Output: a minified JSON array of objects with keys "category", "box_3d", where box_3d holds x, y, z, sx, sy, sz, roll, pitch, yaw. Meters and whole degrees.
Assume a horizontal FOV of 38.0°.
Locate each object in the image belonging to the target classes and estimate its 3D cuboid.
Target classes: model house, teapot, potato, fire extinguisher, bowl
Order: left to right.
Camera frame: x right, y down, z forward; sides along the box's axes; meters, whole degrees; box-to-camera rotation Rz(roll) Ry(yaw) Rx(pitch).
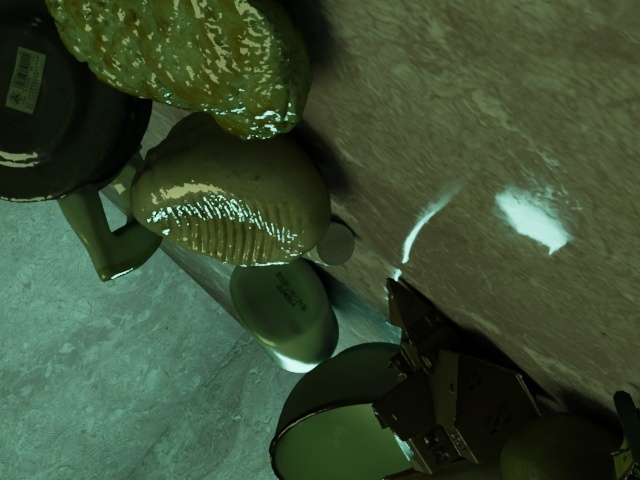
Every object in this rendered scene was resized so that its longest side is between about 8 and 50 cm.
[{"category":"teapot","box_3d":[-0.267,-0.143,1.079,0.322,0.239,0.239,39,-168,5]},{"category":"bowl","box_3d":[0.095,0.294,1.559,0.354,0.354,0.185,47,-150,-36]},{"category":"model house","box_3d":[0.133,0.162,1.213,0.248,0.176,0.181,58,166,-12]},{"category":"potato","box_3d":[0.311,0.291,1.108,0.177,0.160,0.235,56,-171,30]},{"category":"fire extinguisher","box_3d":[0.375,0.271,0.970,0.095,0.114,0.311,-21,134,25]}]

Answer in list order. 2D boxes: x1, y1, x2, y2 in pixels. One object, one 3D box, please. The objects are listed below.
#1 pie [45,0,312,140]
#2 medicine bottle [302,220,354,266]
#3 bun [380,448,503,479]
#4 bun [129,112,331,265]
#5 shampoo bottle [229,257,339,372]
[{"category":"pie","box_3d":[-0.121,-0.185,0.719,0.274,0.105,0.257,35,159,20]},{"category":"medicine bottle","box_3d":[0.000,0.000,1.184,0.057,0.057,0.089,44,169,-23]},{"category":"bun","box_3d":[0.233,0.383,1.320,0.299,0.299,0.164,100,157,-78]},{"category":"bun","box_3d":[-0.094,-0.064,0.997,0.231,0.133,0.231,5,159,2]},{"category":"shampoo bottle","box_3d":[-0.051,0.142,1.667,0.221,0.151,0.349,52,175,19]}]
